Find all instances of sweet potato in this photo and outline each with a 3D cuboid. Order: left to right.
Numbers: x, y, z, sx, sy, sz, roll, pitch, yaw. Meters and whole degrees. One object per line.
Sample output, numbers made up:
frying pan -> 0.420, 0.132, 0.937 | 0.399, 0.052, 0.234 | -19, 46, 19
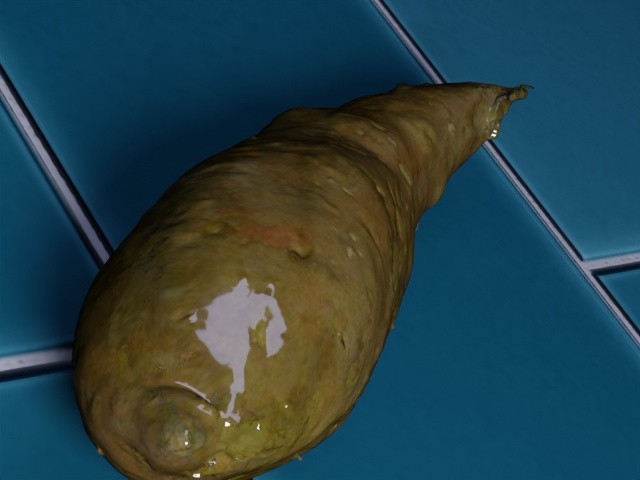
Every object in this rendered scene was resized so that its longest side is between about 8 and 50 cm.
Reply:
sweet potato -> -0.004, 0.000, 0.766 | 0.130, 0.130, 0.422 | 38, 31, 4
